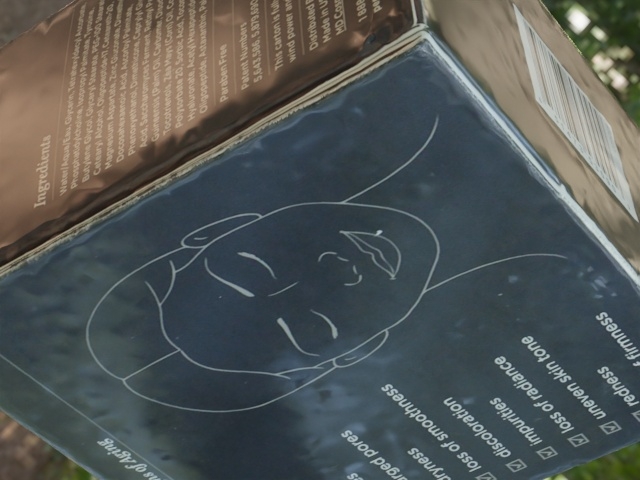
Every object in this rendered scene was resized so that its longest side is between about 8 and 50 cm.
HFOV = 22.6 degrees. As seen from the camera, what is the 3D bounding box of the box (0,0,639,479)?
[{"bbox_3d":[0.000,0.000,1.306,0.472,0.480,0.297,-28,-139,22],"label":"box"}]
